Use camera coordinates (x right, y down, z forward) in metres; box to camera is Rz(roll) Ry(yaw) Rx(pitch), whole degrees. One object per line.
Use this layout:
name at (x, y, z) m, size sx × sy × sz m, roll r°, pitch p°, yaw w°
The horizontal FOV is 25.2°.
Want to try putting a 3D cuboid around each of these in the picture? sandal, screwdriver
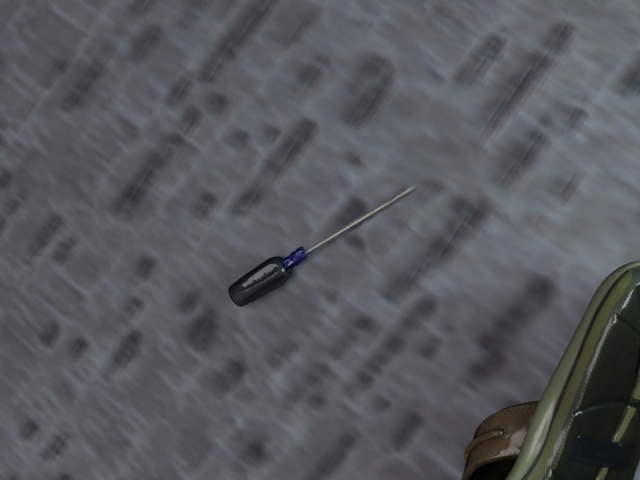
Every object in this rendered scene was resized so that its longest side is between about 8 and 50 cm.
sandal at (0.157, 0.147, 0.992) m, size 0.086 × 0.120 × 0.303 m, roll 33°, pitch 93°, yaw 50°
screwdriver at (0.000, 0.000, 1.114) m, size 0.170 × 0.024 × 0.025 m, roll -35°, pitch 42°, yaw 7°
